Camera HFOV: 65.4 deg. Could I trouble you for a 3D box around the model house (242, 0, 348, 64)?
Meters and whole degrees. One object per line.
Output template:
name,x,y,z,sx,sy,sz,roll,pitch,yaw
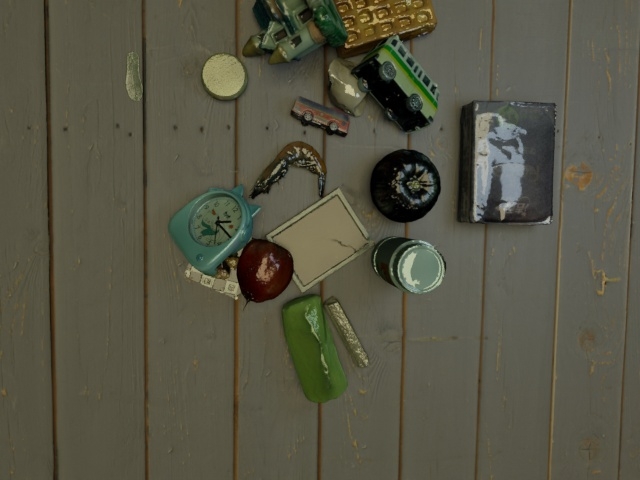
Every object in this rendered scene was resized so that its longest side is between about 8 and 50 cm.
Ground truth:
model house,-0.123,-0.643,1.476,0.325,0.194,0.267,-25,90,23

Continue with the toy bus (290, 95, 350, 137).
toy bus,0.002,-0.393,1.588,0.192,0.065,0.077,19,84,-7

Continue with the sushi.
sushi,-0.312,0.062,1.596,0.192,0.040,0.210,25,91,-7

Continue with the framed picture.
framed picture,0.000,0.000,1.636,0.293,0.018,0.231,-33,96,-3

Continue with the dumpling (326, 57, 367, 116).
dumpling,0.095,-0.494,1.583,0.176,0.092,0.150,43,75,-3

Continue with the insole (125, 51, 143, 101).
insole,-0.580,-0.509,1.550,0.053,0.002,0.153,0,94,-6

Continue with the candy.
candy,-0.021,0.350,1.610,0.142,0.132,0.344,-13,94,38

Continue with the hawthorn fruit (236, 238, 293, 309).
hawthorn fruit,-0.188,0.110,1.533,0.181,0.181,0.235,31,72,-7

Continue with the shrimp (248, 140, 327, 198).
shrimp,-0.091,-0.182,1.599,0.262,0.051,0.198,-45,97,-5

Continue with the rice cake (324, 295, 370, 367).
rice cake,0.090,0.304,1.647,0.052,0.057,0.256,-26,96,14

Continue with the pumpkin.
pumpkin,0.267,-0.171,1.579,0.233,0.163,0.233,-1,92,-14

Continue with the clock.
clock,-0.310,-0.044,1.527,0.274,0.094,0.223,-38,67,-4

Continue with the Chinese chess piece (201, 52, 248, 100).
Chinese chess piece,-0.298,-0.509,1.553,0.144,0.058,0.144,0,95,-5

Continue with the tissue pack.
tissue pack,0.608,-0.248,1.629,0.288,0.124,0.394,1,93,-6

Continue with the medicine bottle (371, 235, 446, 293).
medicine bottle,0.260,0.071,1.517,0.158,0.318,0.158,0,93,-6

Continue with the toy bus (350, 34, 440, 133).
toy bus,0.248,-0.482,1.541,0.276,0.133,0.165,42,67,-23

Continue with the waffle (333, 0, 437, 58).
waffle,0.187,-0.723,1.571,0.327,0.098,0.224,-18,97,-6
